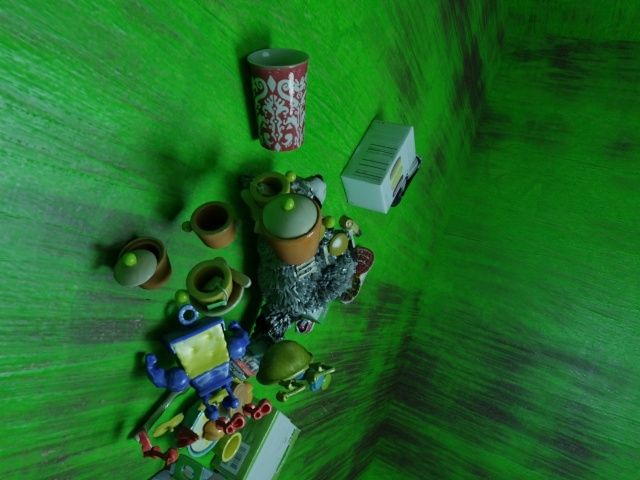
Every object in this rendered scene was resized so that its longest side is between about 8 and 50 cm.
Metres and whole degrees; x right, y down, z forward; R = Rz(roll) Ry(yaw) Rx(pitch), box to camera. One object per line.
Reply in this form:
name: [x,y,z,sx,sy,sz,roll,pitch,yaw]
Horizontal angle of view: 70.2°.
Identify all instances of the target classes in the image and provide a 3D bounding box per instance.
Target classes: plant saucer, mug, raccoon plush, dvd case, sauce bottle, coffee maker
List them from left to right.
plant saucer: [-0.179,0.357,1.002,0.083,0.013,0.084,0,90,-74]
dvd case: [-0.143,0.255,0.990,0.119,0.013,0.087,-28,125,5]
raccoon plush: [-0.089,0.075,0.956,0.299,0.216,0.447,33,73,-56]
mug: [-0.067,-0.277,0.889,0.150,0.113,0.169,-44,146,-43]
sauce bottle: [0.102,-0.039,1.454,0.042,0.042,0.128,-69,156,-9]
coffee maker: [0.268,-0.205,1.594,0.178,0.120,0.171,-55,150,-32]

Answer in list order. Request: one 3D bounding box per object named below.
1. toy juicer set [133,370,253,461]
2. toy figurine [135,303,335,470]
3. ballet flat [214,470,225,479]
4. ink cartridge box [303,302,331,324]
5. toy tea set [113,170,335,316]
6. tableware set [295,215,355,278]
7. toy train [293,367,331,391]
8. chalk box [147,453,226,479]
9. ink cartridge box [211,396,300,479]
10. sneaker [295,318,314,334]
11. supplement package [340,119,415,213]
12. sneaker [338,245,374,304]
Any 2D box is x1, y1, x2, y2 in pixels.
toy juicer set: [-0.226,0.360,0.983,0.209,0.089,0.329,-63,153,-19]
toy figurine: [-0.180,0.208,0.833,0.362,0.191,0.217,-23,94,-28]
ballet flat: [-0.257,0.686,1.148,0.072,0.068,0.213,-7,111,-63]
ink cartridge box: [-0.033,0.120,1.226,0.153,0.086,0.208,-66,153,-16]
toy tea set: [-0.150,-0.010,0.704,0.336,0.200,0.124,-32,149,-17]
tableware set: [0.000,0.000,0.882,0.154,0.024,0.104,-30,126,-25]
toy train: [-0.031,0.389,1.330,0.105,0.143,0.248,-66,154,-13]
chalk box: [-0.286,0.549,0.933,0.132,0.132,0.213,-13,116,-61]
ink cartridge box: [-0.162,0.557,1.231,0.189,0.097,0.255,-61,155,-25]
sneaker: [-0.036,0.221,1.334,0.067,0.042,0.119,-5,112,-66]
supplement package: [0.181,-0.227,1.388,0.244,0.133,0.139,-60,152,-24]
sneaker: [0.112,0.116,1.544,0.225,0.088,0.093,-59,172,-26]
